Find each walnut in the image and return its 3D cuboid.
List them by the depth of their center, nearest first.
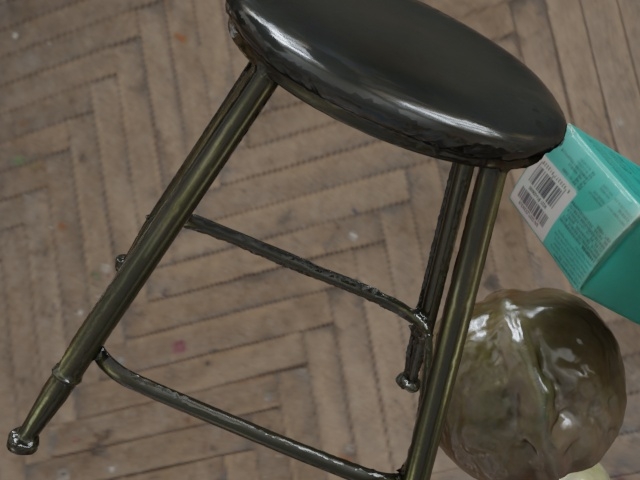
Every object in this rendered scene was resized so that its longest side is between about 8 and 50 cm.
[{"bbox_3d":[0.242,0.172,1.492,0.248,0.248,0.248,-4,77,19],"label":"walnut"}]

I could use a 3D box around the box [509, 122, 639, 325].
[{"bbox_3d":[0.384,0.018,1.396,0.118,0.311,0.205,-52,32,21],"label":"box"}]

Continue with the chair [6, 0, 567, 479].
[{"bbox_3d":[0.000,0.000,1.109,0.362,0.364,0.410,23,115,-4],"label":"chair"}]

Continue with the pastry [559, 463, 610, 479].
[{"bbox_3d":[0.343,0.368,1.780,0.156,0.156,0.092,-22,52,15],"label":"pastry"}]
